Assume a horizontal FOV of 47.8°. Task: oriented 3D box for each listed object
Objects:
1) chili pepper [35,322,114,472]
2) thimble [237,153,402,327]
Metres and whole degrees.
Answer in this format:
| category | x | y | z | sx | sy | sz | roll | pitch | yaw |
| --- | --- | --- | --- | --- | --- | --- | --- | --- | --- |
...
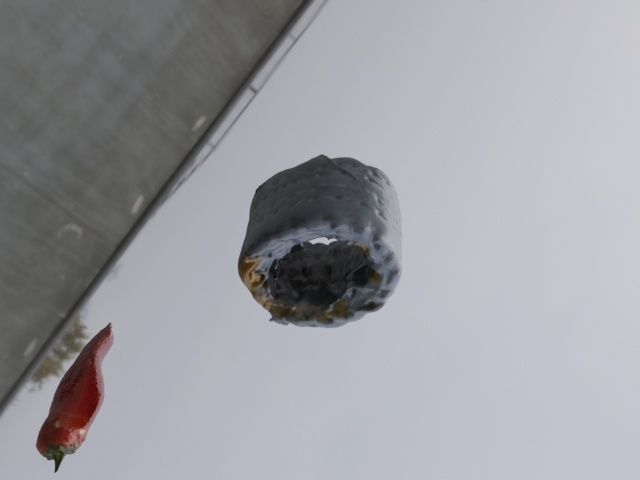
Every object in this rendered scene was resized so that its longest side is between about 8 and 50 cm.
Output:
| category | x | y | z | sx | sy | sz | roll | pitch | yaw |
| --- | --- | --- | --- | --- | --- | --- | --- | --- | --- |
| chili pepper | -0.207 | 0.124 | 0.632 | 0.045 | 0.027 | 0.178 | -20 | -151 | 18 |
| thimble | 0.003 | 0.001 | 0.683 | 0.151 | 0.127 | 0.118 | -14 | -145 | 17 |
